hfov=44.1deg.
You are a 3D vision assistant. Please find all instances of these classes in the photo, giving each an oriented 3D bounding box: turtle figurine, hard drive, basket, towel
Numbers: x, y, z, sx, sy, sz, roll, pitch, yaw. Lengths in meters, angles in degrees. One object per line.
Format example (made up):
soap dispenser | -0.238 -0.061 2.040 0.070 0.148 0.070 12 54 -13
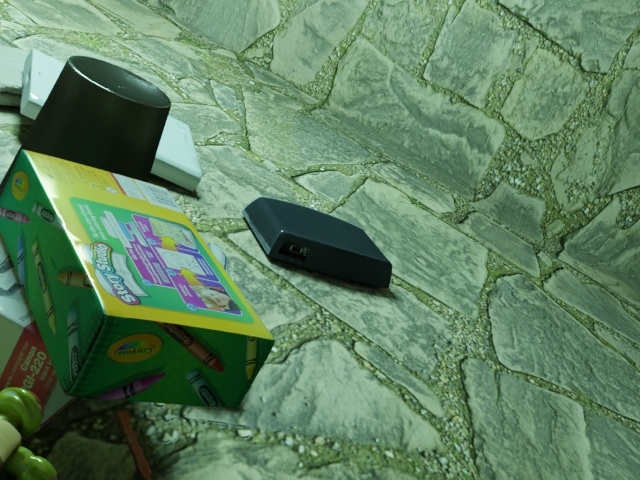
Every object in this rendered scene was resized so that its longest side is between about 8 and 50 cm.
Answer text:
turtle figurine | -0.268 0.153 0.555 0.270 0.087 0.217 38 24 1
hard drive | -0.357 -0.207 1.359 0.308 0.040 0.203 24 25 -31
hard drive | 0.000 0.000 1.387 0.255 0.054 0.172 17 22 -32
basket | -0.282 -0.092 0.956 0.204 0.226 0.154 39 21 26
towel | -0.535 -0.286 1.384 0.187 0.049 0.282 38 20 22

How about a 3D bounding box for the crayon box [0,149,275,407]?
crayon box | -0.181 0.030 0.729 0.165 0.081 0.278 15 23 -41

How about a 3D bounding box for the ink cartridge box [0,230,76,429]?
ink cartridge box | -0.304 0.059 0.743 0.218 0.092 0.158 29 17 3

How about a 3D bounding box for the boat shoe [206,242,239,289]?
boat shoe | -0.129 0.091 0.955 0.076 0.083 0.226 34 27 -22
